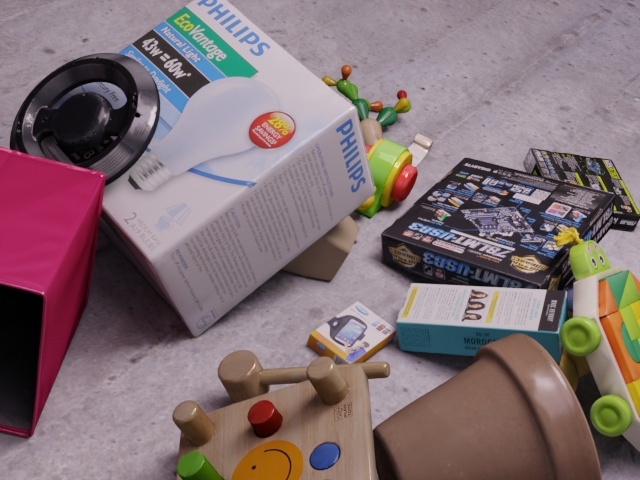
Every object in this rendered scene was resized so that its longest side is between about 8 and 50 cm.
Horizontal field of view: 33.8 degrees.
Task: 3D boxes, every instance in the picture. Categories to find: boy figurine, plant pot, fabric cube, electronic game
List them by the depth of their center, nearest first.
[{"bbox_3d":[0.193,0.273,1.344,0.229,0.263,0.263,-16,46,-10],"label":"plant pot"},{"bbox_3d":[-0.442,0.049,1.345,0.259,0.254,0.258,14,38,-4],"label":"fabric cube"},{"bbox_3d":[-0.328,-0.163,1.464,0.229,0.048,0.229,-9,61,16],"label":"electronic game"},{"bbox_3d":[0.376,0.161,1.643,0.177,0.092,0.285,14,39,5],"label":"boy figurine"},{"bbox_3d":[0.000,0.000,1.699,0.096,0.109,0.109,29,38,-3],"label":"plant pot"}]

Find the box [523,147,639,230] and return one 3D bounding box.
[{"bbox_3d":[0.508,-0.102,2.058,0.184,0.045,0.191,8,38,-15],"label":"box"}]

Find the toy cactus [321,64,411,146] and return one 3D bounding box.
[{"bbox_3d":[0.090,-0.247,2.048,0.218,0.112,0.181,5,48,-28],"label":"toy cactus"}]

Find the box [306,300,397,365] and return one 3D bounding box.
[{"bbox_3d":[0.053,0.143,1.598,0.081,0.028,0.136,35,43,23],"label":"box"}]

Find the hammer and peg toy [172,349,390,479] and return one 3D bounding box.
[{"bbox_3d":[-0.053,0.239,1.269,0.265,0.127,0.361,-19,37,14],"label":"hammer and peg toy"}]

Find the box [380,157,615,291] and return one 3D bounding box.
[{"bbox_3d":[0.300,-0.019,1.771,0.295,0.073,0.293,17,42,31],"label":"box"}]

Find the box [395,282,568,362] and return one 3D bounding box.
[{"bbox_3d":[0.245,0.122,1.592,0.244,0.060,0.100,3,36,21],"label":"box"}]

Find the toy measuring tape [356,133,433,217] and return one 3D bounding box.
[{"bbox_3d":[0.142,-0.152,1.925,0.121,0.121,0.330,28,39,14],"label":"toy measuring tape"}]

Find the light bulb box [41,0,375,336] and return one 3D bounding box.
[{"bbox_3d":[-0.173,-0.124,1.575,0.361,0.225,0.358,-39,60,-14],"label":"light bulb box"}]

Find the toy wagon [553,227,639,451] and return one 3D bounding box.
[{"bbox_3d":[0.445,0.137,1.572,0.267,0.068,0.345,-11,79,-54],"label":"toy wagon"}]
